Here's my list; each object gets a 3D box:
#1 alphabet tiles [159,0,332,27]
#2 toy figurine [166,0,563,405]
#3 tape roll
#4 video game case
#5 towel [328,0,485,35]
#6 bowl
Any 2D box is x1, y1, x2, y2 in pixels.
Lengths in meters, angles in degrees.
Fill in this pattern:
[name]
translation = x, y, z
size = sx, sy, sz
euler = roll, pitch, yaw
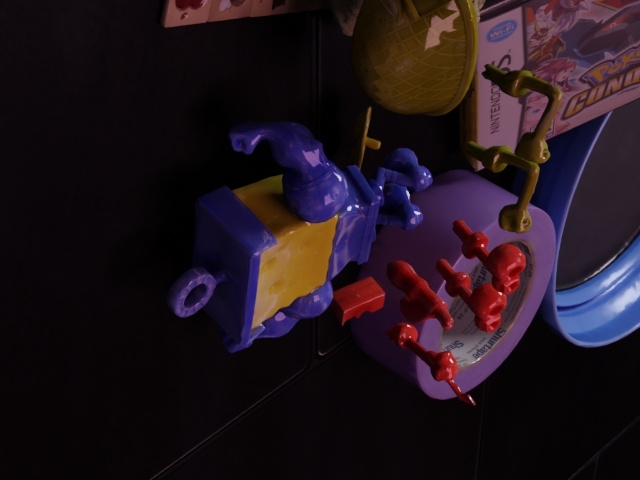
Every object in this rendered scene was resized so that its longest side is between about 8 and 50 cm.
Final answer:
[alphabet tiles]
translation = -0.002, -0.244, 1.073
size = 0.237, 0.009, 0.198
euler = -16, 128, -48
[toy figurine]
translation = 0.000, 0.000, 1.111
size = 0.217, 0.191, 0.362
euler = -23, 149, -25
[tape roll]
translation = 0.117, 0.039, 1.405
size = 0.189, 0.080, 0.189
euler = -33, 139, -33
[video game case]
translation = 0.236, -0.176, 1.277
size = 0.274, 0.035, 0.248
euler = -24, 155, -6
[towel]
translation = 0.051, -0.189, 1.094
size = 0.148, 0.110, 0.027
euler = 67, 21, -54
[bowl]
translation = 0.318, -0.082, 1.579
size = 0.391, 0.077, 0.391
euler = -34, 140, -34
